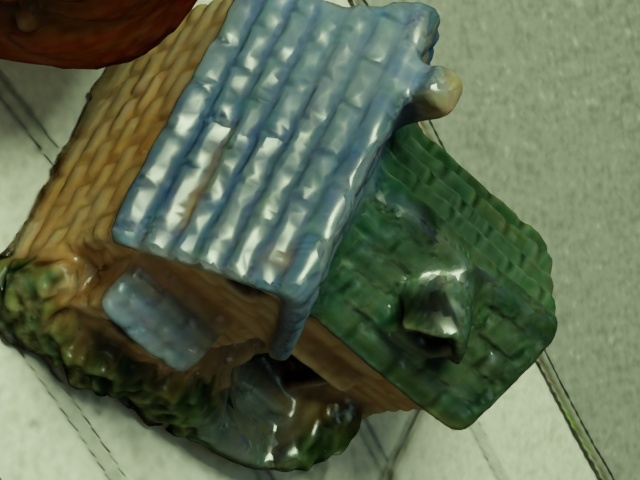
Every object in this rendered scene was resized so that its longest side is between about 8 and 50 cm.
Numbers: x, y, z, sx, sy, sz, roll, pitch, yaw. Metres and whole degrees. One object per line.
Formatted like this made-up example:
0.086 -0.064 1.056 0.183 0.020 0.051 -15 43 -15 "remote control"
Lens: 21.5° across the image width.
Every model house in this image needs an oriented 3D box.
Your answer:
0.000 0.000 0.690 0.183 0.172 0.166 40 59 -29 "model house"

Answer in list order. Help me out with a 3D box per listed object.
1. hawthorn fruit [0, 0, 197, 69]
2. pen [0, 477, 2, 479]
-0.101 -0.192 0.621 0.205 0.205 0.253 28 61 -33 "hawthorn fruit"
-0.122 0.125 0.659 0.032 0.040 0.233 -42 105 -37 "pen"
